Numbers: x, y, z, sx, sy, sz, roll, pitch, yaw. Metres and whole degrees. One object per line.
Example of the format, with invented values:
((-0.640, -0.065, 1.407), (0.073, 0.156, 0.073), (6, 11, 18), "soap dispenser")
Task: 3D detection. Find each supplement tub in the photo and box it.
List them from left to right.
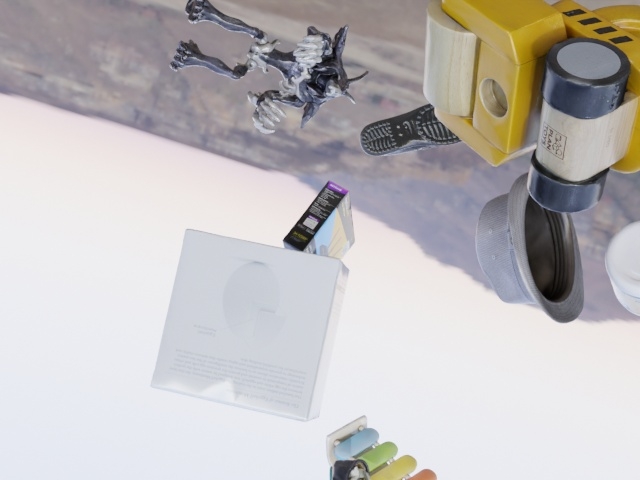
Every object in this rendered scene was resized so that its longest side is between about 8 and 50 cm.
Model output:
((0.601, 0.059, 1.923), (0.144, 0.144, 0.199), (20, 169, 27), "supplement tub")

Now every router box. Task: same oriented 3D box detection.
((0.000, 0.000, 1.757), (0.046, 0.133, 0.179), (30, 160, 19), "router box")

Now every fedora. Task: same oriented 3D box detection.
((0.365, 0.020, 1.896), (0.124, 0.275, 0.243), (-12, -179, 38), "fedora")

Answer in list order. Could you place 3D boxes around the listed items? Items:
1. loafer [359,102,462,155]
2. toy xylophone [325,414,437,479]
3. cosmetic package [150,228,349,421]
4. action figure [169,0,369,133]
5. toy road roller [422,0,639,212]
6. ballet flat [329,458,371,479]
((0.175, -0.202, 1.918), (0.220, 0.080, 0.078), (-9, 180, -4), "loafer")
((0.122, 0.530, 2.226), (0.322, 0.081, 0.236), (37, -131, 26), "toy xylophone")
((-0.094, 0.121, 1.484), (0.224, 0.225, 0.138), (12, 173, 8), "cosmetic package")
((-0.055, -0.227, 1.412), (0.275, 0.164, 0.141), (15, -151, -21), "action figure")
((0.305, -0.210, 1.319), (0.240, 0.202, 0.329), (-27, -130, -24), "toy road roller")
((0.040, 0.361, 1.454), (0.074, 0.074, 0.203), (18, -161, 0), "ballet flat")
